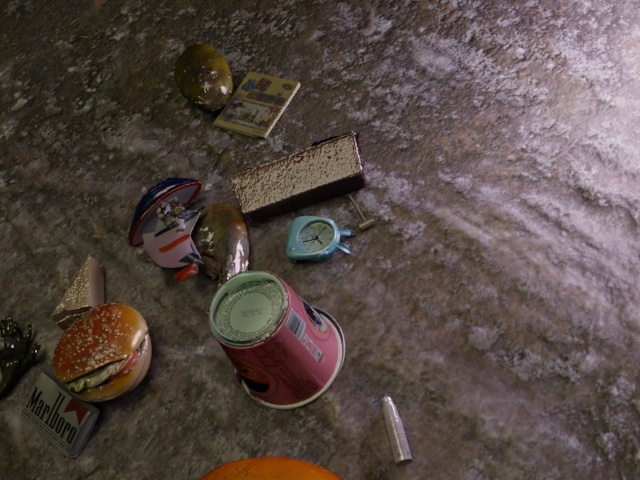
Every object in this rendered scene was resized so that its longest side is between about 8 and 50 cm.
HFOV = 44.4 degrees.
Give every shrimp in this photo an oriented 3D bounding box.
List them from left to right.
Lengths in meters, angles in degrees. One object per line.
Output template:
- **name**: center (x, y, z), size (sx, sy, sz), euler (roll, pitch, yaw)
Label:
- **shrimp**: center (-0.239, 0.039, 1.804), size (0.164, 0.062, 0.316), euler (-24, 51, 12)

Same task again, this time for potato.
- **potato**: center (-0.314, -0.441, 2.089), size (0.149, 0.113, 0.251), euler (-28, 56, 4)

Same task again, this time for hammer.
- **hammer**: center (0.085, -0.068, 1.786), size (0.036, 0.019, 0.110), euler (-28, 53, 0)

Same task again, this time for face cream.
- **face cream**: center (0.142, 0.360, 1.491), size (0.034, 0.034, 0.130), euler (-19, 56, 6)

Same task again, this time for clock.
- **clock**: center (0.000, -0.001, 1.756), size (0.147, 0.045, 0.108), euler (1, 61, 18)

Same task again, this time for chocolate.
- **chocolate**: center (-0.041, -0.138, 1.821), size (0.321, 0.112, 0.111), euler (-20, 63, 5)

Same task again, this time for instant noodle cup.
- **instant noodle cup**: center (-0.097, 0.182, 1.548), size (0.244, 0.255, 0.243), euler (-10, 57, 15)

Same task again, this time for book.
- **book**: center (-0.166, -0.355, 2.050), size (0.168, 0.013, 0.192), euler (18, 66, 27)

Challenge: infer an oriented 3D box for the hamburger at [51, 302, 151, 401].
- **hamburger**: center (-0.467, 0.238, 1.698), size (0.237, 0.147, 0.236), euler (-10, 54, 14)

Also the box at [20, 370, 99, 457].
- **box**: center (-0.564, 0.372, 1.692), size (0.178, 0.036, 0.115), euler (27, 92, 30)

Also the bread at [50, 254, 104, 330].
- **bread**: center (-0.568, 0.123, 1.845), size (0.105, 0.077, 0.152), euler (-16, 54, 7)

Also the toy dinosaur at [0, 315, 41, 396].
- **toy dinosaur**: center (-0.728, 0.282, 1.836), size (0.179, 0.087, 0.187), euler (-53, 32, 26)

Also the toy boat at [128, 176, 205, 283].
- **toy boat**: center (-0.364, -0.011, 1.854), size (0.219, 0.072, 0.318), euler (-21, 53, 20)

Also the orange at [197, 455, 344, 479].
- **orange**: center (-0.072, 0.548, 1.244), size (0.424, 0.326, 0.423), euler (1, 57, -2)
